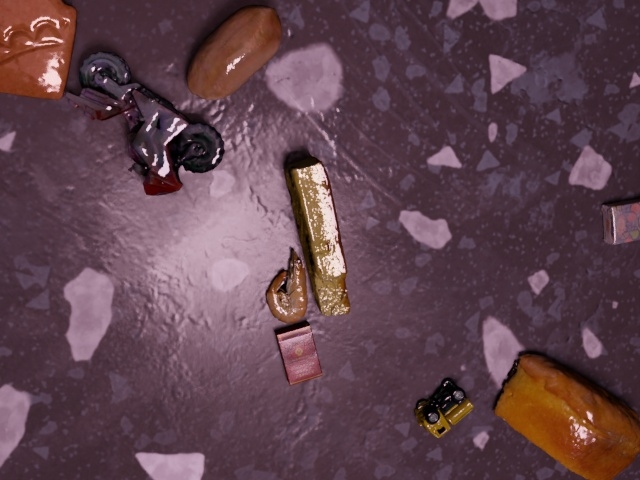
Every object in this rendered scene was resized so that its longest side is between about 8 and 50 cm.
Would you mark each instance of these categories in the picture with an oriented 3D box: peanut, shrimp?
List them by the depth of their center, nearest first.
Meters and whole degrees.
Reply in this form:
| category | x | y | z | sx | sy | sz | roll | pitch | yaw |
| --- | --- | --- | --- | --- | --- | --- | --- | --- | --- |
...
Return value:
| category | x | y | z | sx | sy | sz | roll | pitch | yaw |
| --- | --- | --- | --- | --- | --- | --- | --- | --- | --- |
| peanut | -0.111 | -0.243 | 1.073 | 0.152 | 0.076 | 0.076 | -44 | 107 | 4 |
| shrimp | -0.049 | 0.067 | 1.178 | 0.059 | 0.023 | 0.108 | -5 | 102 | -2 |

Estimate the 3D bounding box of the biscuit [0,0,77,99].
| category | x | y | z | sx | sy | sz | roll | pitch | yaw |
| --- | --- | --- | --- | --- | --- | --- | --- | --- | --- |
| biscuit | -0.411 | -0.302 | 1.010 | 0.284 | 0.043 | 0.306 | -36 | 106 | -3 |

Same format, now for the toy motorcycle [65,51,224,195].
| category | x | y | z | sx | sy | sz | roll | pitch | yaw |
| --- | --- | --- | --- | --- | --- | --- | --- | --- | --- |
| toy motorcycle | -0.232 | -0.142 | 1.068 | 0.213 | 0.082 | 0.122 | 38 | 93 | -5 |

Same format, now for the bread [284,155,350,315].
| category | x | y | z | sx | sy | sz | roll | pitch | yaw |
| --- | --- | --- | --- | --- | --- | --- | --- | --- | --- |
| bread | 0.000 | 0.000 | 1.141 | 0.049 | 0.088 | 0.226 | -15 | 103 | -11 |

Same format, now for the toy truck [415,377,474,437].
| category | x | y | z | sx | sy | sz | roll | pitch | yaw |
| --- | --- | --- | --- | --- | --- | --- | --- | --- | --- |
| toy truck | 0.185 | 0.257 | 1.253 | 0.083 | 0.049 | 0.054 | -39 | 108 | -3 |

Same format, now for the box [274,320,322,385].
| category | x | y | z | sx | sy | sz | roll | pitch | yaw |
| --- | --- | --- | --- | --- | --- | --- | --- | --- | --- |
| box | -0.032 | 0.163 | 1.200 | 0.052 | 0.023 | 0.082 | -16 | 105 | -9 |

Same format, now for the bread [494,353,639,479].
| category | x | y | z | sx | sy | sz | roll | pitch | yaw |
| --- | --- | --- | --- | --- | --- | --- | --- | --- | --- |
| bread | 0.401 | 0.285 | 1.262 | 0.260 | 0.134 | 0.129 | 31 | 95 | -16 |

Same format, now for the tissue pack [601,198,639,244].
| category | x | y | z | sx | sy | sz | roll | pitch | yaw |
| --- | --- | --- | --- | --- | --- | --- | --- | --- | --- |
| tissue pack | 0.474 | -0.029 | 1.263 | 0.083 | 0.035 | 0.063 | -11 | 103 | -10 |
